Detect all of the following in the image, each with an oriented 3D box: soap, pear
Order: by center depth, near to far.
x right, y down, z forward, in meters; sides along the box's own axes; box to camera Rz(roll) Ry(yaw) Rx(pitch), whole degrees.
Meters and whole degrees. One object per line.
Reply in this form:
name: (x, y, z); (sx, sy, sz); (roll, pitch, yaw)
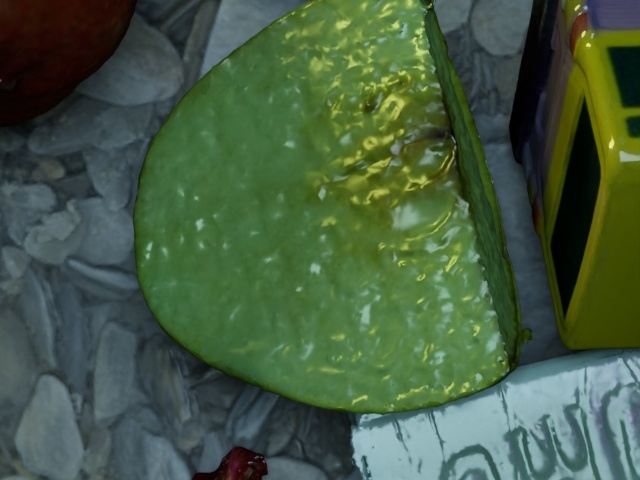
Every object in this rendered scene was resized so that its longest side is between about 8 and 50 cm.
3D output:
soap: (0.151, 0.153, 1.237); (0.261, 0.094, 0.150); (-13, 79, -7)
pear: (0.000, -0.002, 1.242); (0.239, 0.139, 0.288); (-15, 72, 8)

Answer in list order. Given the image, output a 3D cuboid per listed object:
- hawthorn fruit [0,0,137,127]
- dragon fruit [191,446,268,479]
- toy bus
hawthorn fruit: (-0.252, -0.218, 1.204); (0.265, 0.265, 0.307); (-12, 71, -7)
dragon fruit: (-0.060, 0.202, 1.226); (0.097, 0.063, 0.131); (30, 78, 2)
toy bus: (0.362, -0.066, 1.197); (0.440, 0.209, 0.249); (-1, 51, -6)
